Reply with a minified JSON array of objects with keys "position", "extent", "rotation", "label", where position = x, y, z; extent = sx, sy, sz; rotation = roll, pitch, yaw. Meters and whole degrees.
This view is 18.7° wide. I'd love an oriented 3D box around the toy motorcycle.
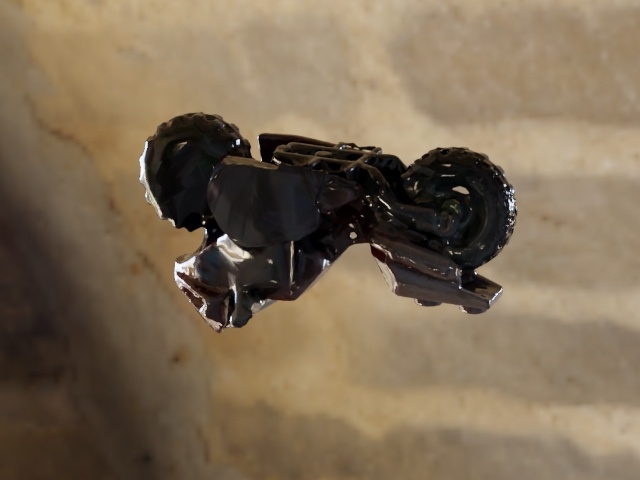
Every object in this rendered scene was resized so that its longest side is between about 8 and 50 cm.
[{"position":[0.000,0.000,1.043],"extent":[0.213,0.122,0.082],"rotation":[8,22,21],"label":"toy motorcycle"}]
